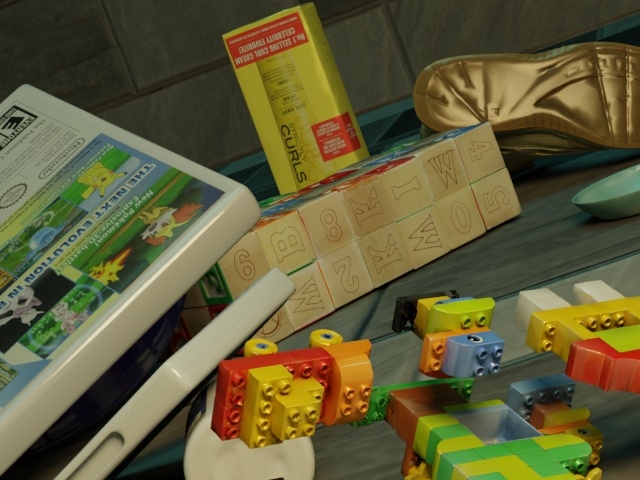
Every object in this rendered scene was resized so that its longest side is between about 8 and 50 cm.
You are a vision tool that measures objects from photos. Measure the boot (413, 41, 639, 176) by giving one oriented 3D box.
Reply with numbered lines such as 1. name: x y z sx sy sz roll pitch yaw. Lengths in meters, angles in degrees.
1. boot: 0.218 -0.112 1.670 0.262 0.095 0.203 -1 -8 4

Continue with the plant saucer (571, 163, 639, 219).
1. plant saucer: 0.251 -0.041 1.373 0.119 0.021 0.119 -20 7 3

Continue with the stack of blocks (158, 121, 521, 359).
1. stack of blocks: 0.000 0.000 1.513 0.297 0.087 0.171 -26 9 -32

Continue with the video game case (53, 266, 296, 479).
1. video game case: -0.104 0.105 1.018 0.183 0.023 0.201 -46 -2 20

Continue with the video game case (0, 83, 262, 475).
1. video game case: -0.243 0.040 1.260 0.329 0.036 0.300 -45 40 -17

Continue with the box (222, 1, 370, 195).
1. box: -0.009 -0.099 1.686 0.087 0.232 0.058 -18 5 15

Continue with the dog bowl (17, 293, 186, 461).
1. dog bowl: -0.237 0.039 1.370 0.265 0.104 0.265 -18 40 16

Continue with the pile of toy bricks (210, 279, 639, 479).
1. pile of toy bricks: 0.064 0.090 0.746 0.212 0.118 0.105 -7 28 -31

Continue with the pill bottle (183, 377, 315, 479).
1. pill bottle: -0.038 0.105 0.952 0.067 0.067 0.120 -21 8 0
